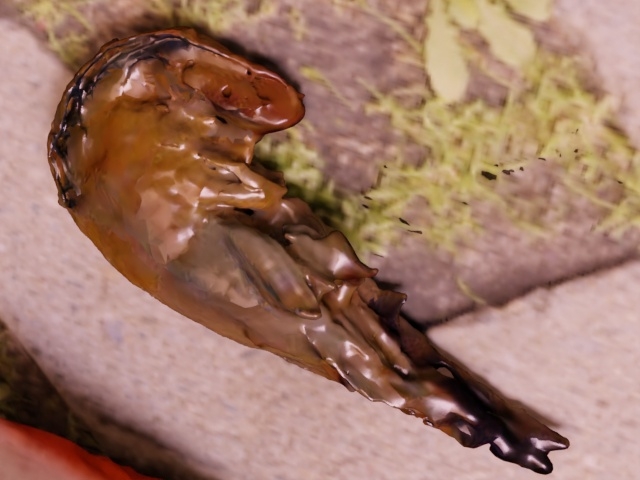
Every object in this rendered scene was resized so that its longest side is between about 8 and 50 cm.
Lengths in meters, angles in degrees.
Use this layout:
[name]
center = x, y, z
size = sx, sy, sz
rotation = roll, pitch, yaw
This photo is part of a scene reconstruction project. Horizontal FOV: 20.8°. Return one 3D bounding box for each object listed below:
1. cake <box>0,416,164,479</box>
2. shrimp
[cake]
center = -0.163, 0.270, 0.769
size = 0.269, 0.319, 0.270
rotation = 32, 134, -21
[shrimp]
center = -0.003, 0.009, 0.726
size = 0.262, 0.066, 0.117
rotation = 29, 126, 6
